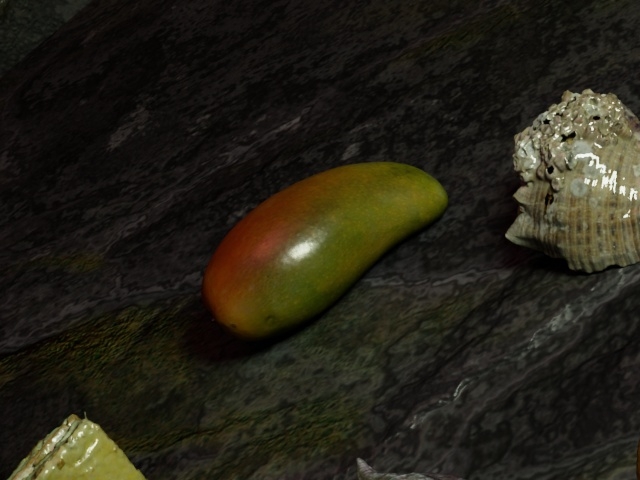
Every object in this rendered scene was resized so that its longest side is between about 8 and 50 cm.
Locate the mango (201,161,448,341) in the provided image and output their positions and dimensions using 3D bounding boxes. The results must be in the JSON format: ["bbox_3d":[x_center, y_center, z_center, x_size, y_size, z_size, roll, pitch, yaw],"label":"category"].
[{"bbox_3d":[-0.004,0.000,2.079,0.289,0.129,0.146,-35,24,-24],"label":"mango"}]

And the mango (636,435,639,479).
[{"bbox_3d":[0.345,0.196,1.368,0.193,0.146,0.316,-36,37,0],"label":"mango"}]

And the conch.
[{"bbox_3d":[0.272,-0.056,1.906,0.245,0.163,0.178,26,94,40],"label":"conch"}]

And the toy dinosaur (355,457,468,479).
[{"bbox_3d":[0.079,0.260,1.609,0.162,0.077,0.294,-30,42,-24],"label":"toy dinosaur"}]

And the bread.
[{"bbox_3d":[-0.212,0.265,1.777,0.102,0.196,0.138,2,47,53],"label":"bread"}]
